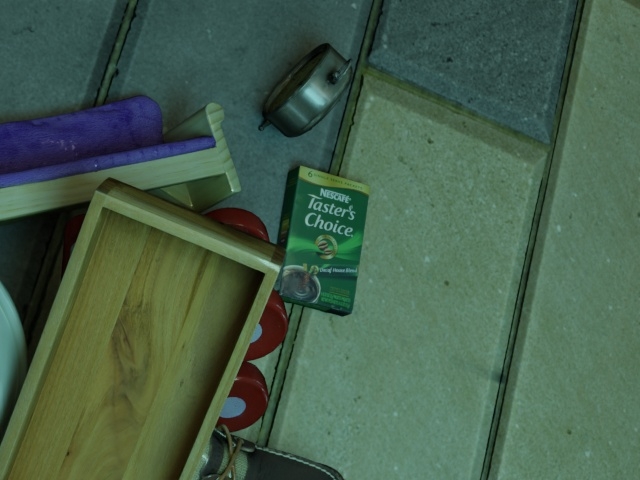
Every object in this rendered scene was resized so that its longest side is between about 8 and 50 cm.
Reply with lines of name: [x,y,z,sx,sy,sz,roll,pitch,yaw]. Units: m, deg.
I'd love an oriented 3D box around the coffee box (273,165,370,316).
coffee box: [0.000,0.000,1.684,0.113,0.040,0.184,16,73,-21]

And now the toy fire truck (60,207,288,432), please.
toy fire truck: [-0.185,0.096,1.464,0.254,0.302,0.169,2,40,-15]

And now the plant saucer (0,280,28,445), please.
plant saucer: [-0.496,0.162,1.276,0.401,0.100,0.400,-8,115,-18]

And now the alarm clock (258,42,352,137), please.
alarm clock: [-0.006,-0.198,1.638,0.064,0.192,0.129,40,66,-14]

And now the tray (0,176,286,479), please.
tray: [-0.207,0.160,1.338,0.203,0.076,0.410,22,105,-3]

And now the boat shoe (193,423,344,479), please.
boat shoe: [-0.134,0.277,1.453,0.342,0.123,0.123,8,54,0]

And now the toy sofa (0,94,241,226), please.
toy sofa: [-0.291,-0.088,1.474,0.363,0.150,0.177,-15,84,-37]
